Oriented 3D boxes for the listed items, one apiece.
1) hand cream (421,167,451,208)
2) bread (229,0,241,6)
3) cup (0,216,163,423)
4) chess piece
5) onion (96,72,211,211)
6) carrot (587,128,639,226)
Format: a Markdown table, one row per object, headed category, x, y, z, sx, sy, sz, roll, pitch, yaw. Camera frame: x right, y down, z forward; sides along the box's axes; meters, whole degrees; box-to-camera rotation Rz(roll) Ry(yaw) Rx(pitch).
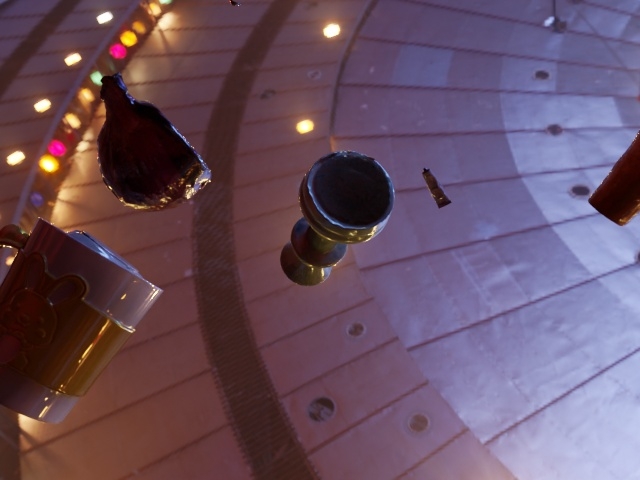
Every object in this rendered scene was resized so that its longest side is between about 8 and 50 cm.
| category | x | y | z | sx | sy | sz | roll | pitch | yaw |
| --- | --- | --- | --- | --- | --- | --- | --- | --- | --- |
| hand cream | 0.236 | -0.110 | 1.477 | 0.030 | 0.093 | 0.019 | -31 | -162 | 1 |
| bread | -0.237 | -0.522 | 1.067 | 0.399 | 0.215 | 0.398 | 19 | -157 | -8 |
| cup | -0.357 | 0.089 | 0.924 | 0.241 | 0.185 | 0.226 | 28 | -100 | 10 |
| chess piece | 0.000 | 0.000 | 0.492 | 0.059 | 0.149 | 0.059 | 7 | -117 | -14 |
| onion | -0.274 | -0.144 | 1.072 | 0.140 | 0.218 | 0.195 | -34 | -144 | -1 |
| carrot | 0.444 | -0.106 | 0.950 | 0.087 | 0.087 | 0.193 | 43 | -74 | 41 |
